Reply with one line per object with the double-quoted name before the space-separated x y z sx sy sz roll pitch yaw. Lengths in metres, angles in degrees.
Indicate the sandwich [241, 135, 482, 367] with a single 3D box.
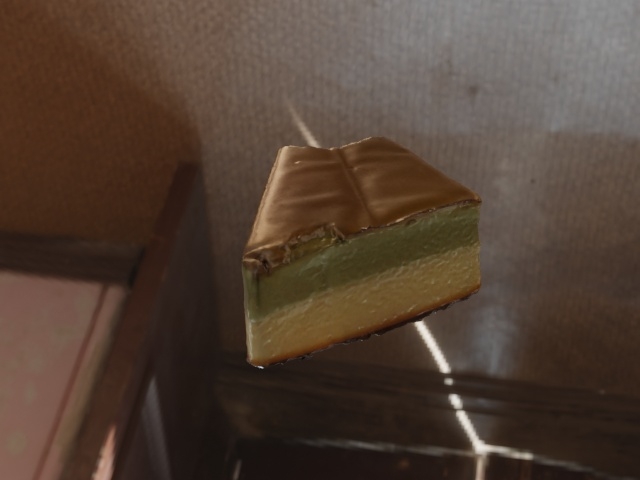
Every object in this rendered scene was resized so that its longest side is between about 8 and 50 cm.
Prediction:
"sandwich" 0.000 0.000 1.034 0.220 0.186 0.108 -18 121 -23
